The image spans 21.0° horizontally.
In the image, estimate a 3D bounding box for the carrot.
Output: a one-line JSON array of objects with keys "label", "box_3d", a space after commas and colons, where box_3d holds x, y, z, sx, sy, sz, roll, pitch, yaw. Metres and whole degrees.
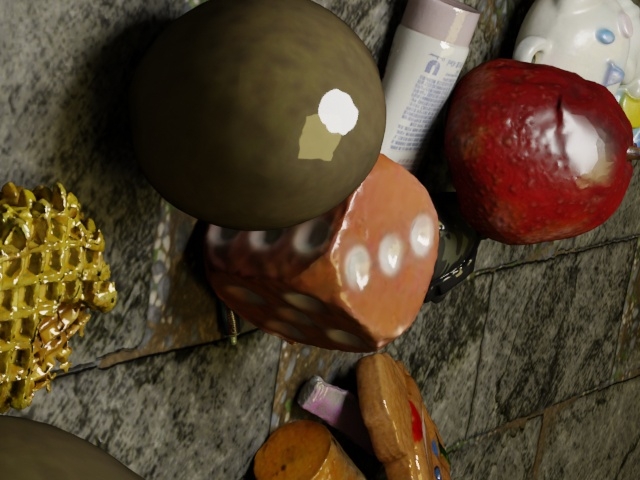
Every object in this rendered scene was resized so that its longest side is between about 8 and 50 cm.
[{"label": "carrot", "box_3d": [0.019, 0.328, 1.960, 0.138, 0.139, 0.302, -60, 138, -24]}]

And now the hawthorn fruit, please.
[{"label": "hawthorn fruit", "box_3d": [0.272, -0.095, 1.963, 0.230, 0.266, 0.210, -11, 108, -78]}]

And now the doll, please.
[{"label": "doll", "box_3d": [0.361, -0.207, 2.202, 0.376, 0.187, 0.366, -49, 149, 22]}]

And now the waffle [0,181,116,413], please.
[{"label": "waffle", "box_3d": [-0.248, 0.048, 1.446, 0.197, 0.070, 0.193, 42, 66, -56]}]

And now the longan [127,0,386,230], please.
[{"label": "longan", "box_3d": [-0.048, -0.117, 1.542, 0.248, 0.248, 0.248, -31, 128, -50]}]

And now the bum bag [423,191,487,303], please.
[{"label": "bum bag", "box_3d": [0.103, 0.003, 1.979, 0.340, 0.095, 0.144, 3, 110, -63]}]

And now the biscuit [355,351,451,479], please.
[{"label": "biscuit", "box_3d": [0.112, 0.252, 2.060, 0.334, 0.047, 0.202, 61, 19, -48]}]

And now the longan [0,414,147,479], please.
[{"label": "longan", "box_3d": [-0.264, 0.315, 1.321, 0.361, 0.361, 0.361, -31, 128, -50]}]

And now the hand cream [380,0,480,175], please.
[{"label": "hand cream", "box_3d": [0.102, -0.154, 1.941, 0.133, 0.083, 0.248, 0, 114, -59]}]

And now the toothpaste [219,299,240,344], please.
[{"label": "toothpaste", "box_3d": [-0.093, 0.068, 1.758, 0.027, 0.019, 0.083, -22, 117, -39]}]

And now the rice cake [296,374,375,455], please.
[{"label": "rice cake", "box_3d": [0.026, 0.203, 1.998, 0.047, 0.036, 0.206, -63, 149, -12]}]

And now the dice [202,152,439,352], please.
[{"label": "dice", "box_3d": [0.000, 0.000, 1.716, 0.179, 0.175, 0.174, 44, 61, -44]}]
